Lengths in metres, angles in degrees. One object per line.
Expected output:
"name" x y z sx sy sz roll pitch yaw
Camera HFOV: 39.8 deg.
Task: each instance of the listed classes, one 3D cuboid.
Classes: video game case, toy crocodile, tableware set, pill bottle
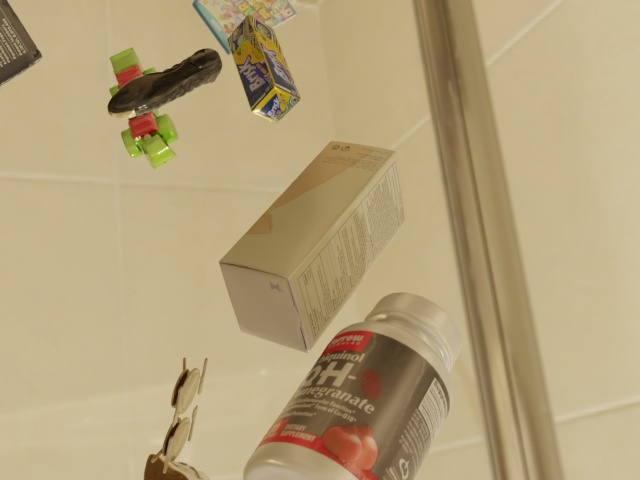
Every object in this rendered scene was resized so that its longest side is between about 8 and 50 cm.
"video game case" -0.142 -0.438 1.676 0.166 0.119 0.015 -36 180 -23
"toy crocodile" -0.398 -0.296 1.956 0.115 0.341 0.105 -21 153 1
"tableware set" -0.263 0.317 1.623 0.039 0.194 0.128 18 -158 10
"pill bottle" 0.057 0.212 1.088 0.176 0.318 0.176 19 135 20

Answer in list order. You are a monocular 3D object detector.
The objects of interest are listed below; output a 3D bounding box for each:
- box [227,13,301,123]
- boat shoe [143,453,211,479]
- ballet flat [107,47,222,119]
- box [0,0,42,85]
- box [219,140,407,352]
"box" -0.087 -0.258 1.326 0.054 0.169 0.059 19 129 -42
"boat shoe" -0.243 0.480 1.685 0.096 0.098 0.277 12 -173 -34
"ballet flat" -0.192 -0.190 1.122 0.173 0.057 0.049 -33 149 -29
"box" -0.560 -0.173 1.004 0.343 0.179 0.312 -12 -153 36
"box" 0.000 0.000 1.292 0.121 0.311 0.148 13 133 30
